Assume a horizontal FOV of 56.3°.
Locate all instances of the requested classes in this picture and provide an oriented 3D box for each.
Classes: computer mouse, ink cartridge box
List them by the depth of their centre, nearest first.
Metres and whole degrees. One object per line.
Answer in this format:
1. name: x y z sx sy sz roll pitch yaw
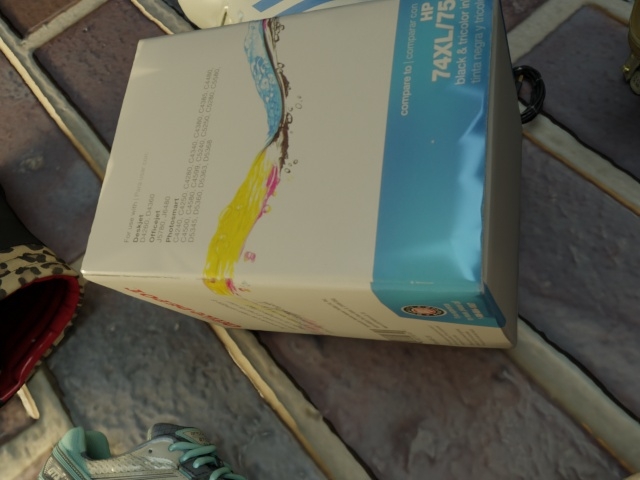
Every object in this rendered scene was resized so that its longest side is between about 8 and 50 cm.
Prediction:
1. ink cartridge box: 0.005 -0.035 0.461 0.270 0.198 0.197 0 72 23
2. computer mouse: 0.162 -0.083 0.588 0.071 0.041 0.242 17 61 38

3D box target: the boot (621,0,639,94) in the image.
1. boot: 0.315 -0.183 0.527 0.077 0.165 0.213 34 68 19

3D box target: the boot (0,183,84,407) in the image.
1. boot: -0.434 0.078 0.575 0.284 0.138 0.377 35 69 26

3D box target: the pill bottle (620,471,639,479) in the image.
1. pill bottle: 0.207 0.187 0.288 0.161 0.283 0.160 -5 61 9

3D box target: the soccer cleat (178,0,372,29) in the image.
1. soccer cleat: -0.042 -0.227 0.657 0.332 0.116 0.143 19 68 20

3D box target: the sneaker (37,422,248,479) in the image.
1. sneaker: -0.099 0.199 0.450 0.283 0.110 0.122 3 60 13
